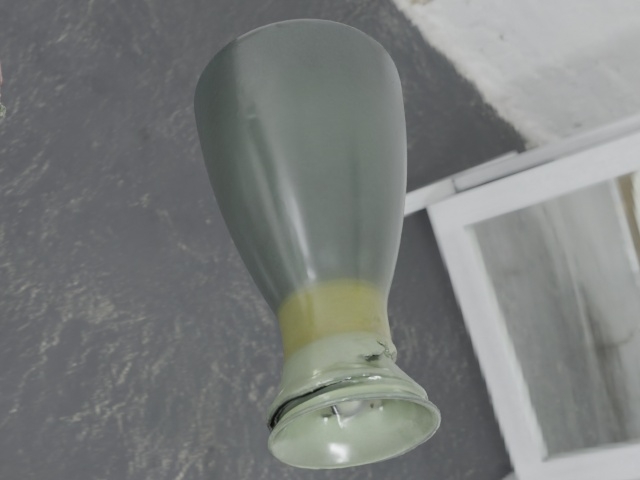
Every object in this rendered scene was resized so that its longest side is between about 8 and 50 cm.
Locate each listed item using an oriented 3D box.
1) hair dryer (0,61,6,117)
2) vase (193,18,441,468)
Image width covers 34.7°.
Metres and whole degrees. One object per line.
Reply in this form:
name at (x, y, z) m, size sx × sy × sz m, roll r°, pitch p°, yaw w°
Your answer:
hair dryer at (-0.317, -0.199, 0.603) m, size 0.352 × 0.125 × 0.210 m, roll 45°, pitch 14°, yaw -13°
vase at (0.000, 0.000, 0.770) m, size 0.173 × 0.173 × 0.321 m, roll 21°, pitch 45°, yaw -35°
